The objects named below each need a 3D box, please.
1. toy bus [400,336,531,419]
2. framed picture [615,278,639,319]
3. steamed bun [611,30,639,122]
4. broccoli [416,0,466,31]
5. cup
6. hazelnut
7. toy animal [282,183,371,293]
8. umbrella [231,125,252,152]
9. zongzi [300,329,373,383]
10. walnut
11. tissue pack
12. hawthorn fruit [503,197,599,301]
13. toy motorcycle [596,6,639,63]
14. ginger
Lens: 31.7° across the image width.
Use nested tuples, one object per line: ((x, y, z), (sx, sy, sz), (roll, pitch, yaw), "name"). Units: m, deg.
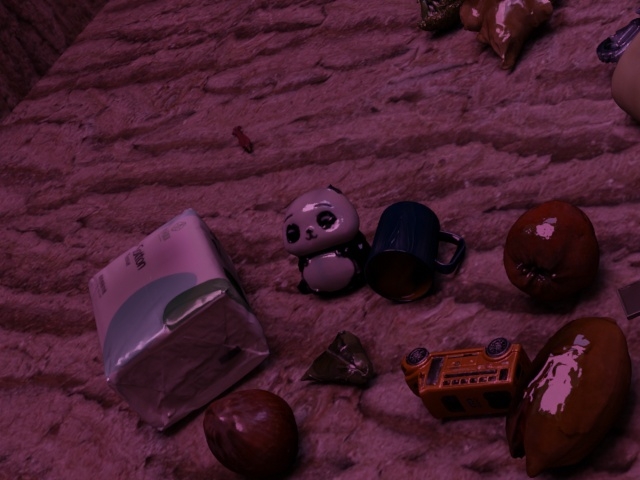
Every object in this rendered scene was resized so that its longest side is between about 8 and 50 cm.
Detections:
((0.206, 0.203, 1.611), (0.195, 0.083, 0.088), (-11, 40, 33), "toy bus")
((0.470, 0.073, 1.606), (0.089, 0.006, 0.066), (-26, 32, 15), "framed picture")
((0.599, -0.292, 1.832), (0.250, 0.154, 0.200), (-28, 32, 6), "steamed bun")
((0.264, -0.529, 2.505), (0.131, 0.120, 0.130), (-39, 28, 48), "broccoli")
((0.157, 0.023, 1.900), (0.113, 0.150, 0.138), (-55, 12, 42), "cup")
((-0.108, 0.295, 1.740), (0.143, 0.143, 0.154), (-43, 33, -11), "hazelnut")
((0.000, 0.000, 2.004), (0.166, 0.179, 0.138), (-16, 22, 17), "toy animal")
((-0.179, -0.234, 2.620), (0.025, 0.027, 0.165), (6, 23, -20), "umbrella")
((0.026, 0.214, 1.803), (0.119, 0.055, 0.109), (-44, 32, 8), "zongzi")
((0.323, 0.200, 1.463), (0.137, 0.137, 0.245), (7, 51, 48), "walnut")
((-0.264, 0.135, 2.043), (0.266, 0.194, 0.356), (-36, 31, 2), "tissue pack")
((0.357, 0.000, 1.680), (0.149, 0.149, 0.189), (13, 57, 51), "hawthorn fruit")
((0.623, -0.379, 1.979), (0.270, 0.106, 0.159), (-31, 25, 0), "toy motorcycle")
((0.379, -0.463, 2.302), (0.219, 0.123, 0.270), (-5, 42, 35), "ginger")
